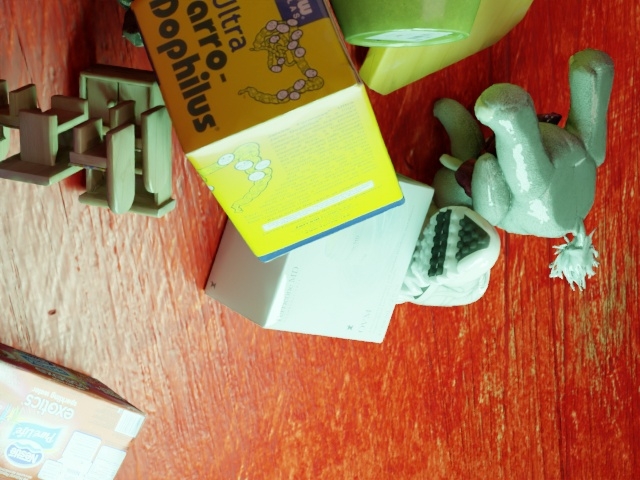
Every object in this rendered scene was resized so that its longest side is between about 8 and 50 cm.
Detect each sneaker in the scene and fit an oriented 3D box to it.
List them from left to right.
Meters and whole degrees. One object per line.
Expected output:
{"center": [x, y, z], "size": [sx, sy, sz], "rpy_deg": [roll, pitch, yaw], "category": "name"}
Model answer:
{"center": [0.181, 0.031, 2.026], "size": [0.118, 0.292, 0.110], "rpy_deg": [18, 74, -14], "category": "sneaker"}

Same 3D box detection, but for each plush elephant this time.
{"center": [0.251, -0.102, 2.117], "size": [0.272, 0.255, 0.330], "rpy_deg": [-33, 121, -39], "category": "plush elephant"}

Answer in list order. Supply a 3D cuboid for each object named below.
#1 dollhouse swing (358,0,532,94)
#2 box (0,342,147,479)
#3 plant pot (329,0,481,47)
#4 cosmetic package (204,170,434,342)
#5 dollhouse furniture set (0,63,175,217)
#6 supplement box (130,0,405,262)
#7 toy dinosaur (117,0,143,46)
{"center": [0.146, -0.418, 1.989], "size": [0.347, 0.305, 0.315], "rpy_deg": [-28, 84, -30], "category": "dollhouse swing"}
{"center": [-0.348, 0.204, 1.774], "size": [0.257, 0.122, 0.128], "rpy_deg": [28, 89, -46], "category": "box"}
{"center": [0.091, -0.364, 1.649], "size": [0.275, 0.275, 0.293], "rpy_deg": [-2, 89, -42], "category": "plant pot"}
{"center": [0.000, 0.000, 1.992], "size": [0.224, 0.138, 0.224], "rpy_deg": [10, 101, -43], "category": "cosmetic package"}
{"center": [-0.261, -0.084, 1.666], "size": [0.242, 0.212, 0.161], "rpy_deg": [-39, 135, -60], "category": "dollhouse furniture set"}
{"center": [-0.048, -0.144, 1.691], "size": [0.195, 0.194, 0.356], "rpy_deg": [-23, 159, 2], "category": "supplement box"}
{"center": [-0.178, -0.285, 1.718], "size": [0.313, 0.160, 0.121], "rpy_deg": [-10, 156, -27], "category": "toy dinosaur"}
